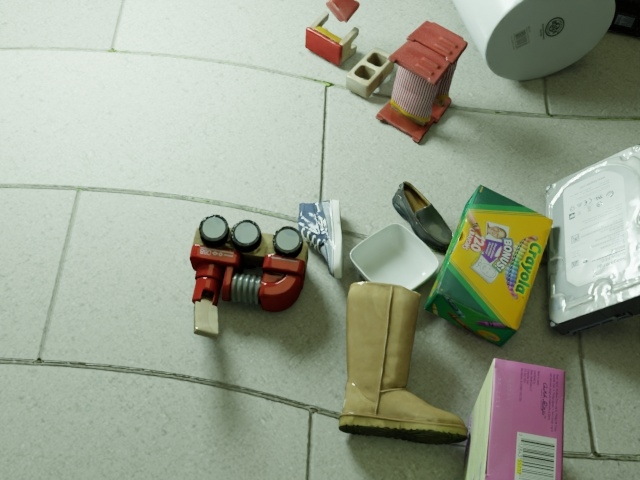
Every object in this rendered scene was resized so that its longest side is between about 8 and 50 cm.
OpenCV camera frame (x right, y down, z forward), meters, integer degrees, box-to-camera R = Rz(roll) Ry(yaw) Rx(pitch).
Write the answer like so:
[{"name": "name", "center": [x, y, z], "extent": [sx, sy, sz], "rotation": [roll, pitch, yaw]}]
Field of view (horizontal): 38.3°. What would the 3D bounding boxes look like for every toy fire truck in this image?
[{"name": "toy fire truck", "center": [-0.146, 0.087, 1.705], "extent": [0.217, 0.158, 0.246], "rotation": [10, 67, 3]}]

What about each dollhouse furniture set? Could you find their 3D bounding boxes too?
[{"name": "dollhouse furniture set", "center": [0.116, -0.403, 2.009], "extent": [0.374, 0.201, 0.152], "rotation": [32, 60, 17]}]

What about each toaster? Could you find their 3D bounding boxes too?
[{"name": "toaster", "center": [0.734, -0.580, 2.186], "extent": [0.186, 0.168, 0.110], "rotation": [14, 53, 5]}]

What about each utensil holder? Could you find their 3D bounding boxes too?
[{"name": "utensil holder", "center": [0.452, -0.607, 2.097], "extent": [0.328, 0.327, 0.385], "rotation": [-12, 59, -11]}]

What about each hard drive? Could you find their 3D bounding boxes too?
[{"name": "hard drive", "center": [0.542, -0.004, 1.750], "extent": [0.064, 0.237, 0.338], "rotation": [31, 50, -31]}]

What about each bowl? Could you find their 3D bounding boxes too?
[{"name": "bowl", "center": [0.143, 0.050, 1.790], "extent": [0.142, 0.053, 0.142], "rotation": [-33, 63, -23]}]

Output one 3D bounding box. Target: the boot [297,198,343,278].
[{"name": "boot", "center": [0.000, 0.000, 1.816], "extent": [0.086, 0.069, 0.190], "rotation": [-5, 48, 2]}]

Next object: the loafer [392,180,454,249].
[{"name": "loafer", "center": [0.208, -0.049, 1.856], "extent": [0.062, 0.061, 0.170], "rotation": [-34, 65, -25]}]

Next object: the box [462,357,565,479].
[{"name": "box", "center": [0.305, 0.346, 1.481], "extent": [0.117, 0.243, 0.213], "rotation": [10, 55, 3]}]

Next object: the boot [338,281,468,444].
[{"name": "boot", "center": [0.152, 0.213, 1.631], "extent": [0.236, 0.089, 0.269], "rotation": [7, 65, 3]}]

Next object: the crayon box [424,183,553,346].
[{"name": "crayon box", "center": [0.326, 0.045, 1.768], "extent": [0.165, 0.081, 0.278], "rotation": [26, 57, 0]}]
